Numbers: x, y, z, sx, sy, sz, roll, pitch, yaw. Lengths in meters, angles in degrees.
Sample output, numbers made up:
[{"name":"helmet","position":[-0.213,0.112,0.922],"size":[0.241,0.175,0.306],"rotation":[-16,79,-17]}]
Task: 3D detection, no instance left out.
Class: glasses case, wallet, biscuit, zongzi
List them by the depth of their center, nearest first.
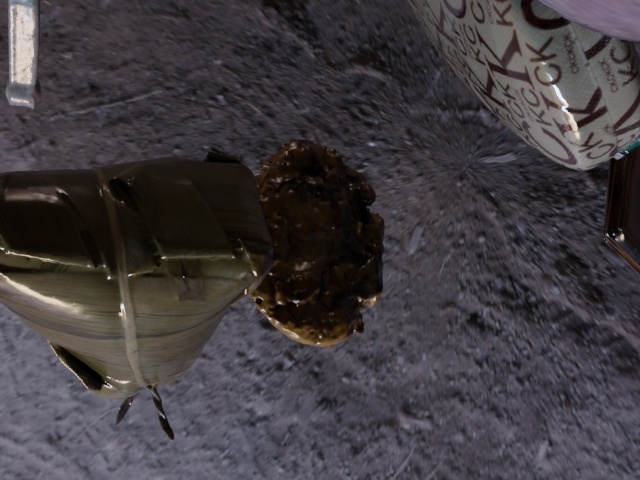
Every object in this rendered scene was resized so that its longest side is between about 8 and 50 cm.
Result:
[{"name":"glasses case","position":[0.098,-0.154,0.637],"size":[0.085,0.355,0.137],"rotation":[-30,116,6]},{"name":"zongzi","position":[-0.349,0.070,1.321],"size":[0.466,0.500,0.218],"rotation":[4,57,-23]},{"name":"wallet","position":[0.477,-0.033,1.588],"size":[0.042,0.195,0.161],"rotation":[-6,59,37]},{"name":"biscuit","position":[0.003,0.002,1.661],"size":[0.081,0.289,0.334],"rotation":[-18,56,44]}]

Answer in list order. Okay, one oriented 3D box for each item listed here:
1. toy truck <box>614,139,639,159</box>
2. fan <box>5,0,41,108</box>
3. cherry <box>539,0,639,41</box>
[{"name":"toy truck","position":[0.427,-0.143,1.480],"size":[0.039,0.083,0.044],"rotation":[33,67,-5]},{"name":"fan","position":[-0.167,-0.184,0.600],"size":[0.023,0.282,0.057],"rotation":[-8,55,-23]},{"name":"cherry","position":[0.133,-0.162,0.303],"size":[0.213,0.266,0.184],"rotation":[-27,110,42]}]
